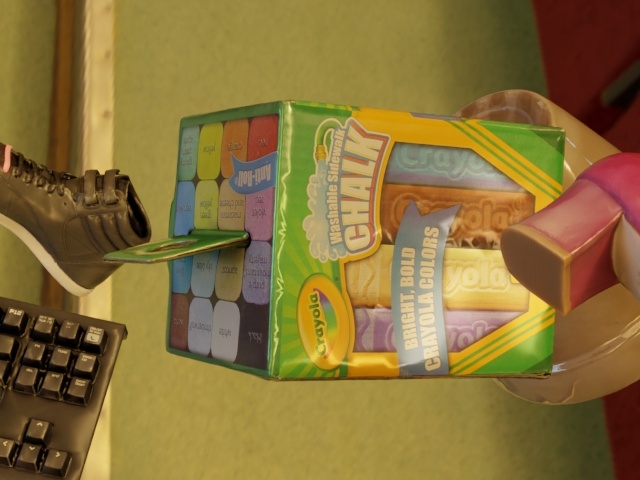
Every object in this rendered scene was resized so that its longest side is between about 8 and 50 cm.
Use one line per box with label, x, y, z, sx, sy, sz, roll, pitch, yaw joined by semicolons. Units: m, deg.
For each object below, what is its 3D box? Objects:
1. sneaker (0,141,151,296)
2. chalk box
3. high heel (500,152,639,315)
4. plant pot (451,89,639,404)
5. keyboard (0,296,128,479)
sneaker;-0.317;-0.068;1.596;0.296;0.147;0.104;49;20;-32
chalk box;0.000;0.000;0.929;0.289;0.180;0.179;4;90;-29
high heel;0.205;0.035;0.630;0.117;0.082;0.244;-28;41;-24
plant pot;0.255;-0.015;1.569;0.280;0.323;0.323;45;48;-34
keyboard;-0.164;0.030;0.491;0.180;0.023;0.108;13;53;-1
